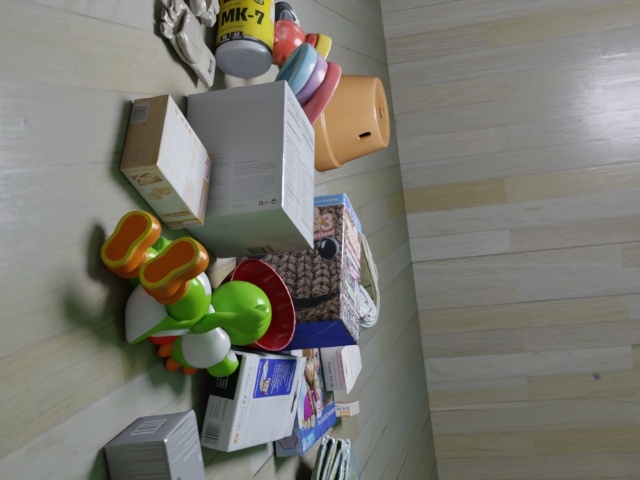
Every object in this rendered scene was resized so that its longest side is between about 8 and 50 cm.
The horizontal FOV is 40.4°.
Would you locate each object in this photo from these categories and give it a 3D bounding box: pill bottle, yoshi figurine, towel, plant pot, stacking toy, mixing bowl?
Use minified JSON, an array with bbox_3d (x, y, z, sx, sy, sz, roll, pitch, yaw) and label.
[{"bbox_3d":[-0.157,-0.457,1.825,0.119,0.119,0.208,55,32,-61],"label":"pill bottle"},{"bbox_3d":[-0.185,0.085,1.391,0.362,0.203,0.203,67,16,-54],"label":"yoshi figurine"},{"bbox_3d":[0.030,0.675,2.079,0.374,0.090,0.320,78,18,-53],"label":"towel"},{"bbox_3d":[0.078,-0.352,2.480,0.291,0.204,0.290,-6,90,-74],"label":"plant pot"},{"bbox_3d":[-0.093,-0.326,1.863,0.130,0.279,0.309,29,20,-22],"label":"stacking toy"},{"bbox_3d":[-0.142,0.135,1.644,0.181,0.098,0.181,36,41,-39],"label":"mixing bowl"}]

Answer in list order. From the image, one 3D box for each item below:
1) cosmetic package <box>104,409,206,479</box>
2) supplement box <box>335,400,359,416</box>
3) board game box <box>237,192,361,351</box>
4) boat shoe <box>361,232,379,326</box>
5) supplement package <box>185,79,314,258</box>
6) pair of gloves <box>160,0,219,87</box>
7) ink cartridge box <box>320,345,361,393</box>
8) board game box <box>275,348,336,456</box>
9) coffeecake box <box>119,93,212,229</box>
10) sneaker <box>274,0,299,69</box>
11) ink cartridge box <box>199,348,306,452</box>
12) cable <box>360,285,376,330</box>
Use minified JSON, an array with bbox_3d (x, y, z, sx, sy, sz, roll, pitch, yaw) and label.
[{"bbox_3d":[-0.229,0.386,1.275,0.127,0.107,0.237,-42,122,-75],"label":"cosmetic package"},{"bbox_3d":[0.066,0.461,2.388,0.098,0.062,0.036,19,66,-74],"label":"supplement box"},{"bbox_3d":[-0.044,0.070,1.819,0.141,0.232,0.290,60,28,-56],"label":"board game box"},{"bbox_3d":[0.132,0.123,2.661,0.103,0.113,0.302,12,71,-68],"label":"boat shoe"},{"bbox_3d":[-0.131,-0.128,1.639,0.198,0.200,0.262,54,33,-62],"label":"supplement package"},{"bbox_3d":[-0.245,-0.437,1.647,0.204,0.042,0.240,57,33,-66],"label":"pair of gloves"},{"bbox_3d":[0.048,0.294,2.132,0.198,0.067,0.115,-44,126,-75],"label":"ink cartridge box"},{"bbox_3d":[-0.044,0.307,2.038,0.319,0.066,0.317,-10,93,-75],"label":"board game box"},{"bbox_3d":[-0.251,-0.127,1.449,0.185,0.068,0.142,61,27,-55],"label":"coffeecake box"},{"bbox_3d":[-0.090,-0.535,2.195,0.228,0.086,0.132,80,7,-53],"label":"sneaker"},{"bbox_3d":[-0.120,0.305,1.697,0.371,0.069,0.175,25,75,-70],"label":"ink cartridge box"},{"bbox_3d":[0.032,0.120,2.135,0.257,0.089,0.257,49,11,13],"label":"cable"}]
